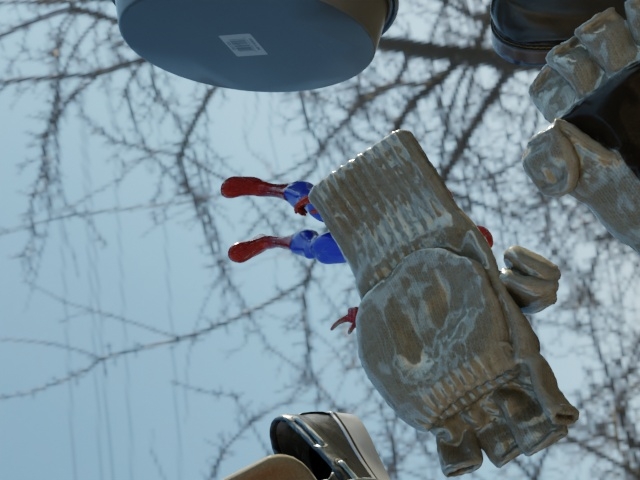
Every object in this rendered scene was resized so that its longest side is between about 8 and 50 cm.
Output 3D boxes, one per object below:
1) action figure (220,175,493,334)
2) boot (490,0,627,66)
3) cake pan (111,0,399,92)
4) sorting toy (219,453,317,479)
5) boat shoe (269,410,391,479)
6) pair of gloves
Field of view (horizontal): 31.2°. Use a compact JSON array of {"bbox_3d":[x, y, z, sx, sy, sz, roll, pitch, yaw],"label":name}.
[{"bbox_3d":[0.000,0.000,0.893,0.139,0.280,0.091,-19,-74,-43],"label":"action figure"},{"bbox_3d":[0.234,-0.192,0.852,0.106,0.219,0.082,66,-164,-60],"label":"boot"},{"bbox_3d":[-0.070,-0.218,1.131,0.293,0.293,0.054,31,-120,-60],"label":"cake pan"},{"bbox_3d":[-0.047,0.181,0.417,0.196,0.348,0.047,54,164,42],"label":"sorting toy"},{"bbox_3d":[0.028,0.273,1.137,0.105,0.113,0.306,11,-150,-28],"label":"boat shoe"},{"bbox_3d":[0.119,-0.002,0.609,0.042,0.240,0.204,35,-148,-62],"label":"pair of gloves"}]
